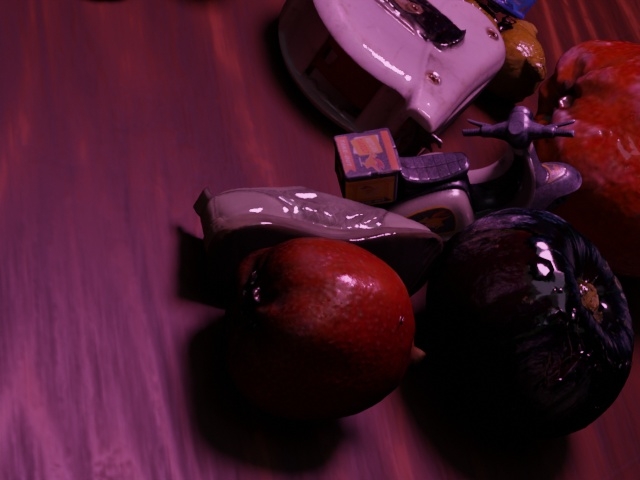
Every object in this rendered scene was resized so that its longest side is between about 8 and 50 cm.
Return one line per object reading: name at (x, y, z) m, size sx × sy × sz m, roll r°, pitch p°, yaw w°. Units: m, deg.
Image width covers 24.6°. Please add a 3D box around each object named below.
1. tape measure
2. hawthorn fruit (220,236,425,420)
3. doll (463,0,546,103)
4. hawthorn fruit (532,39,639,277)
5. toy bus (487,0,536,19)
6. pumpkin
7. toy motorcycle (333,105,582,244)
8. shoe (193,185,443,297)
tape measure at (0.083, -0.217, 1.691) m, size 0.265 × 0.130 × 0.258 m, roll 42°, pitch 41°, yaw 2°
hawthorn fruit at (0.006, 0.084, 1.321) m, size 0.188 × 0.169 × 0.169 m, roll 25°, pitch 41°, yaw -29°
doll at (0.208, -0.269, 1.839) m, size 0.097 × 0.137 × 0.209 m, roll -37°, pitch 83°, yaw -9°
hawthorn fruit at (0.350, -0.092, 1.701) m, size 0.284 × 0.284 × 0.284 m, roll 22°, pitch 42°, yaw -22°
toy bus at (0.223, -0.380, 1.952) m, size 0.079 × 0.094 × 0.236 m, roll 35°, pitch 20°, yaw -35°
pumpkin at (0.210, 0.083, 1.465) m, size 0.233 × 0.163 × 0.233 m, roll 34°, pitch 43°, yaw -39°
toy motorcycle at (0.149, -0.062, 1.533) m, size 0.263 × 0.157 × 0.091 m, roll -10°, pitch 52°, yaw -6°
shoe at (0.000, 0.000, 1.440) m, size 0.275 × 0.103 × 0.098 m, roll 10°, pitch 33°, yaw -36°
